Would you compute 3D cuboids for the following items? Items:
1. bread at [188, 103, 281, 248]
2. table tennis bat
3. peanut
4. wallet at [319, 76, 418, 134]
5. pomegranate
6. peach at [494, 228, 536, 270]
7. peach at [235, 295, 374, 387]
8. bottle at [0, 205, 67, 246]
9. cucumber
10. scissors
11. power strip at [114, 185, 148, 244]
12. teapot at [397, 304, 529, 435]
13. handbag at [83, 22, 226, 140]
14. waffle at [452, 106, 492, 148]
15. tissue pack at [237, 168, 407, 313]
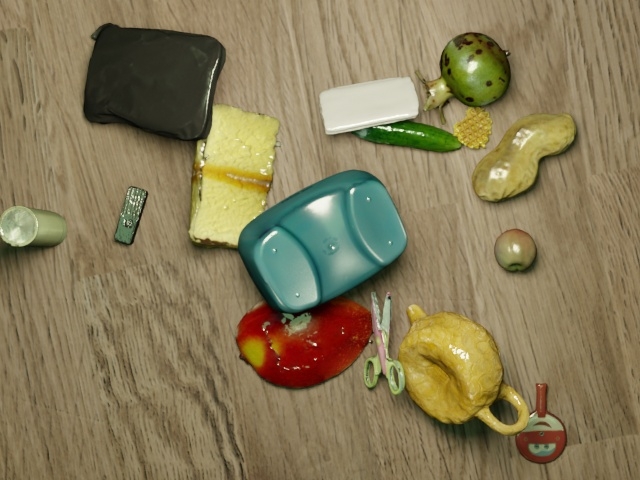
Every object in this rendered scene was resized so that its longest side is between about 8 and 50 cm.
[{"bbox_3d":[-0.188,-0.117,1.896,0.141,0.178,0.266,4,87,33],"label":"bread"},{"bbox_3d":[0.420,0.349,1.924,0.098,0.019,0.155,0,93,1],"label":"table tennis bat"},{"bbox_3d":[0.379,-0.161,1.889,0.229,0.098,0.103,-46,130,1],"label":"peanut"},{"bbox_3d":[0.090,-0.255,1.895,0.183,0.032,0.124,-10,46,1],"label":"wallet"},{"bbox_3d":[0.272,-0.306,1.879,0.169,0.148,0.148,-33,89,32],"label":"pomegranate"},{"bbox_3d":[0.367,0.017,1.895,0.083,0.083,0.083,0,90,1],"label":"peach"},{"bbox_3d":[-0.022,0.182,1.907,0.279,0.068,0.189,-14,91,1],"label":"peach"},{"bbox_3d":[-0.523,-0.023,1.848,0.072,0.201,0.072,0,89,0],"label":"bottle"},{"bbox_3d":[0.147,-0.205,1.912,0.250,0.056,0.056,9,90,0],"label":"cucumber"},{"bbox_3d":[0.115,0.189,1.876,0.020,0.133,0.187,-2,90,-30],"label":"scissors"},{"bbox_3d":[-0.363,-0.048,1.931,0.038,0.029,0.111,16,90,1],"label":"power strip"},{"bbox_3d":[0.265,0.230,1.855,0.311,0.203,0.167,42,46,22],"label":"teapot"},{"bbox_3d":[-0.314,-0.293,1.855,0.332,0.075,0.192,14,95,34],"label":"handbag"},{"bbox_3d":[0.292,-0.216,1.917,0.078,0.016,0.085,32,77,-21],"label":"waffle"},{"bbox_3d":[0.000,0.000,1.837,0.287,0.206,0.198,-30,101,-8],"label":"tissue pack"}]
